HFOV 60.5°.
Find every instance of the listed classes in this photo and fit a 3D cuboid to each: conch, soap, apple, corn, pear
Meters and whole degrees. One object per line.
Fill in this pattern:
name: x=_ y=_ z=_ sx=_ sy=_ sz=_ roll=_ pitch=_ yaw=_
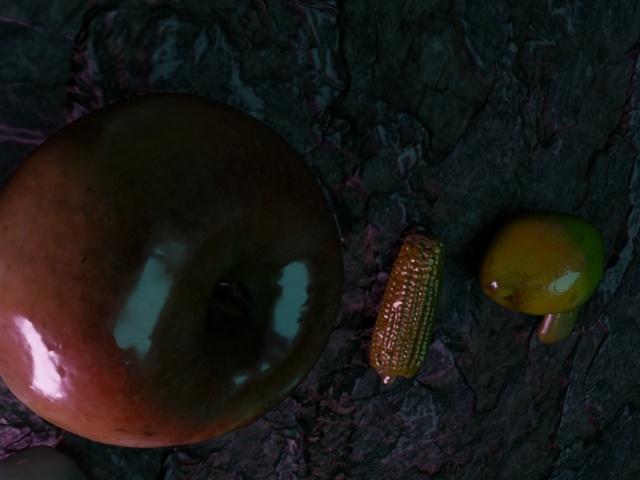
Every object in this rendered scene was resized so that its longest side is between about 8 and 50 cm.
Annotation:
conch: x=-0.359 y=0.351 z=0.669 sx=0.184 sy=0.121 sz=0.221 roll=2 pitch=115 yaw=-31
soap: x=0.502 y=0.155 z=1.148 sx=0.088 sy=0.045 sz=0.140 roll=-2 pitch=110 yaw=-26
apple: x=-0.158 y=0.029 z=0.558 sx=0.338 sy=0.304 sz=0.339 roll=-12 pitch=108 yaw=-40
corn: x=0.143 y=0.113 z=0.890 sx=0.097 sy=0.097 sz=0.262 roll=6 pitch=104 yaw=-32
pear: x=0.374 y=0.044 z=0.941 sx=0.219 sy=0.187 sz=0.188 roll=-24 pitch=120 yaw=-28

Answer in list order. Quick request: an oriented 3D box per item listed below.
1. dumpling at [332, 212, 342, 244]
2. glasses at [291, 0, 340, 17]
dumpling: x=0.000 y=0.001 z=0.791 sx=0.059 sy=0.043 sz=0.077 roll=7 pitch=110 yaw=-10
glasses: x=-0.034 y=-0.380 z=0.569 sx=0.268 sy=0.118 sz=0.234 roll=13 pitch=101 yaw=-34
